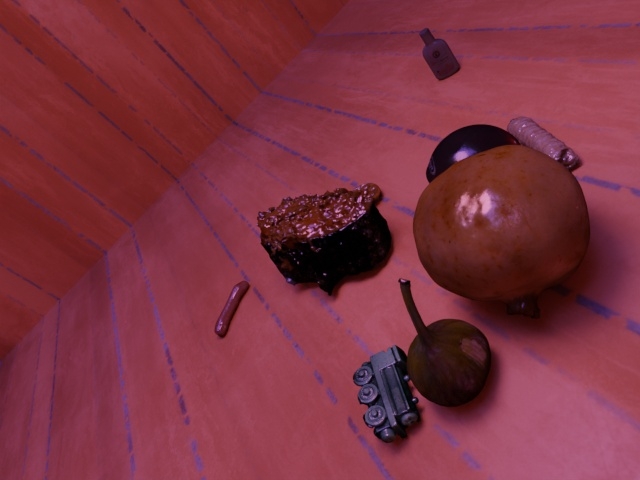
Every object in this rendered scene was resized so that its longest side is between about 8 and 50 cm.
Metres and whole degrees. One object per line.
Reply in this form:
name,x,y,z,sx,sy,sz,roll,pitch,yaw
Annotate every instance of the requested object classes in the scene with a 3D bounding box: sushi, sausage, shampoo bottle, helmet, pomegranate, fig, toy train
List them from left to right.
sausage,-0.266,0.198,1.460,0.043,0.043,0.186,-10,46,42
sushi,0.000,0.000,1.234,0.349,0.207,0.234,-11,41,35
toy train,0.125,0.282,0.904,0.111,0.071,0.170,-30,35,10
fig,0.187,0.162,0.802,0.149,0.245,0.149,-27,31,18
shampoo bottle,0.357,-0.573,1.505,0.080,0.165,0.040,-21,40,33
helmet,0.338,-0.149,1.052,0.216,0.193,0.189,5,44,-3
pomegranate,0.311,-0.031,0.857,0.307,0.307,0.307,-29,36,24

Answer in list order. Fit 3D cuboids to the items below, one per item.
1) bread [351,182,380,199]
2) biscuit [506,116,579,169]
bread,0.118,-0.121,1.369,0.110,0.024,0.110,-26,35,20
biscuit,0.479,-0.217,1.074,0.061,0.055,0.219,-11,36,-2
